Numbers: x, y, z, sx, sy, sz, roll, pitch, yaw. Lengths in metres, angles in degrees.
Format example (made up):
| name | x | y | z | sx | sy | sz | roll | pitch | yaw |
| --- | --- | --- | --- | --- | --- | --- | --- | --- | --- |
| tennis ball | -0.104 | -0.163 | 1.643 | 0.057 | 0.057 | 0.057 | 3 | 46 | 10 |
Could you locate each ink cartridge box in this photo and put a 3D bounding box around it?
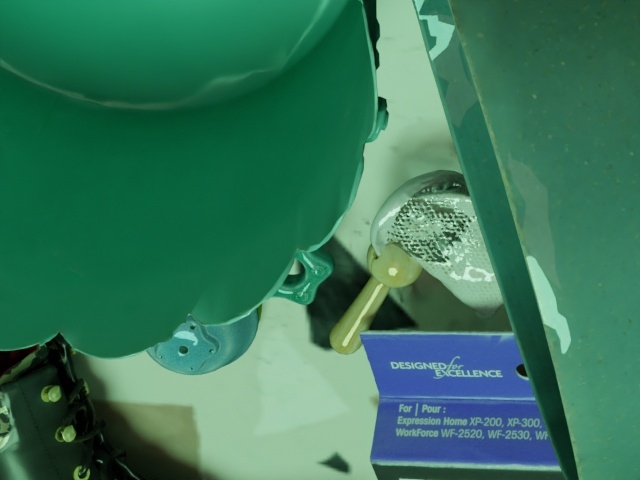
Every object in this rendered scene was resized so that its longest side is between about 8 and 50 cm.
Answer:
| name | x | y | z | sx | sy | sz | roll | pitch | yaw |
| --- | --- | --- | --- | --- | --- | --- | --- | --- | --- |
| ink cartridge box | 0.135 | 0.125 | 0.912 | 0.206 | 0.045 | 0.208 | -2 | 136 | 20 |

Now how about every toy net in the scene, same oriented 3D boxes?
| name | x | y | z | sx | sy | sz | roll | pitch | yaw |
| --- | --- | --- | --- | --- | --- | --- | --- | --- | --- |
| toy net | 0.000 | 0.000 | 0.894 | 0.232 | 0.045 | 0.122 | -15 | 118 | 16 |

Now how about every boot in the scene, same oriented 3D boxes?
| name | x | y | z | sx | sy | sz | roll | pitch | yaw |
| --- | --- | --- | --- | --- | --- | --- | --- | --- | --- |
| boot | -0.106 | 0.133 | 0.973 | 0.236 | 0.085 | 0.178 | -7 | 120 | 14 |

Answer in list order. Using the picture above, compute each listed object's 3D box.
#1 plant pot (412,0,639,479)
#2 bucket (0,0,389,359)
| name | x | y | z | sx | sy | sz | roll | pitch | yaw |
| --- | --- | --- | --- | --- | --- | --- | --- | --- | --- |
| plant pot | 0.148 | -0.066 | 0.699 | 0.195 | 0.290 | 0.290 | -17 | 120 | 3 |
| bucket | -0.103 | -0.109 | 0.753 | 0.281 | 0.183 | 0.281 | 5 | 124 | 7 |
